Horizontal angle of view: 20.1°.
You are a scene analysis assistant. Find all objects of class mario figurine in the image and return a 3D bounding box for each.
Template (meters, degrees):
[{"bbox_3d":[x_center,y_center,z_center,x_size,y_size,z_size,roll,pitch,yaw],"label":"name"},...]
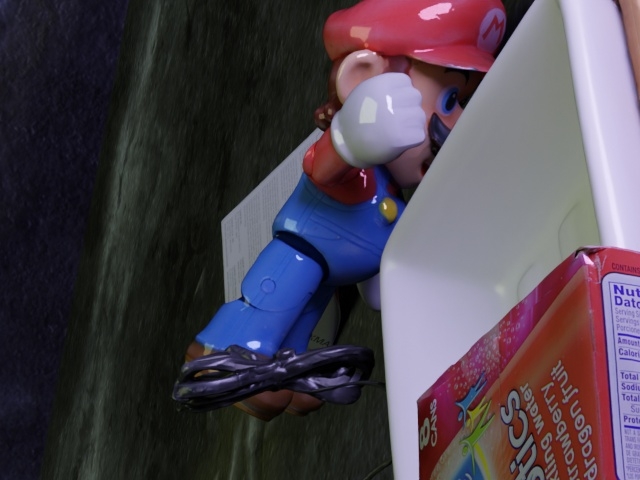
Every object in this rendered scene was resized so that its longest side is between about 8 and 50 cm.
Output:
[{"bbox_3d":[0.045,-0.021,1.212,0.320,0.170,0.198,-63,19,7],"label":"mario figurine"}]

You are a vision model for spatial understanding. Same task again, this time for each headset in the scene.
[{"bbox_3d":[0.000,0.260,1.136,0.243,0.185,0.394,-162,70,-72],"label":"headset"}]

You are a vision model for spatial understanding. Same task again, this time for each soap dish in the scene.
[{"bbox_3d":[0.133,0.024,0.947,0.291,0.118,0.229,120,153,-48],"label":"soap dish"}]

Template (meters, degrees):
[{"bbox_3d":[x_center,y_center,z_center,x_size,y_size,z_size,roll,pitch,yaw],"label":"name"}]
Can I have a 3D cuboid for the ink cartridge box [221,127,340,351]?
[{"bbox_3d":[0.000,0.000,1.543,0.232,0.066,0.189,-39,39,34],"label":"ink cartridge box"}]

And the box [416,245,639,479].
[{"bbox_3d":[0.167,0.102,0.555,0.122,0.257,0.128,130,146,-55],"label":"box"}]
